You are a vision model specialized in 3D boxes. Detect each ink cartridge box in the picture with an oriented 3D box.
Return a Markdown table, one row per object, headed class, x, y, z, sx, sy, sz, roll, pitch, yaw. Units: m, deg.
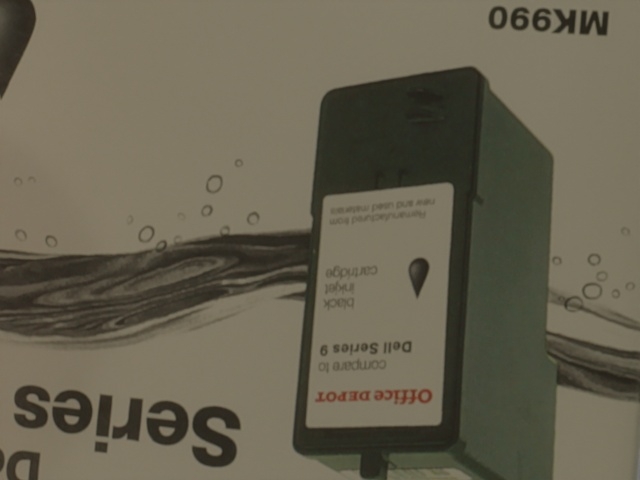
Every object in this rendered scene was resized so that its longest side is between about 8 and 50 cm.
| class | x | y | z | sx | sy | sz | roll | pitch | yaw |
| --- | --- | --- | --- | --- | --- | --- | --- | --- | --- |
| ink cartridge box | 0.000 | 0.000 | 0.406 | 0.211 | 0.121 | 0.289 | 4 | -93 | 13 |
